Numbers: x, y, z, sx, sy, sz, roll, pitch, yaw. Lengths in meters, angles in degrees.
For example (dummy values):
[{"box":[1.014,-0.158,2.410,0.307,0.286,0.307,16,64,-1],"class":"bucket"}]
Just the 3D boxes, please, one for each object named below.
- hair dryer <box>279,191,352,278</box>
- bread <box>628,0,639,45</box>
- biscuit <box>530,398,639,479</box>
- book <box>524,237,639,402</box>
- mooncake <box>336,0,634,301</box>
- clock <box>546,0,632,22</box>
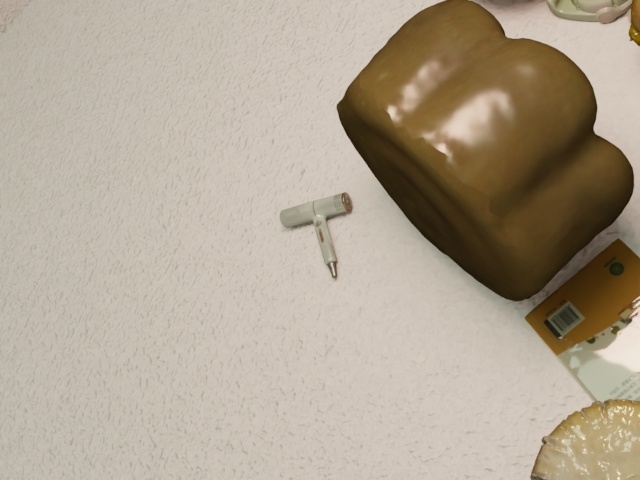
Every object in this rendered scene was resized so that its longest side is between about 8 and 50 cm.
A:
[{"box":[-0.007,0.004,1.600,0.155,0.044,0.183,-14,66,28],"class":"hair dryer"},{"box":[0.625,-0.400,1.286,0.176,0.196,0.246,29,87,54],"class":"bread"},{"box":[0.448,0.321,1.144,0.281,0.084,0.179,5,86,35],"class":"biscuit"},{"box":[0.492,0.163,1.240,0.208,0.020,0.295,-42,55,10],"class":"book"},{"box":[0.251,-0.137,1.260,0.262,0.467,0.467,-42,54,-7],"class":"mooncake"},{"box":[0.528,-0.482,1.462,0.191,0.062,0.151,24,84,35],"class":"clock"}]
